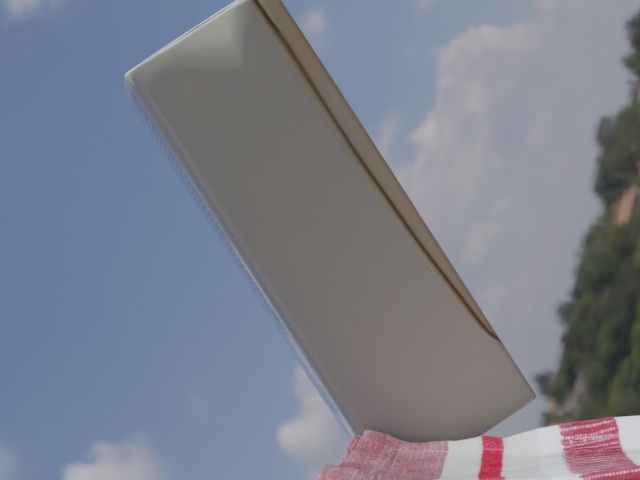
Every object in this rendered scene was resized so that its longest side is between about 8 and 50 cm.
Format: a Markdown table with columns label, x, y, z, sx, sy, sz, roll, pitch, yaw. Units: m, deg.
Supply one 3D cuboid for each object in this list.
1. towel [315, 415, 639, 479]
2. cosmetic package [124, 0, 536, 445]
| label | x | y | z | sx | sy | sz | roll | pitch | yaw |
| --- | --- | --- | --- | --- | --- | --- | --- | --- | --- |
| towel | 0.165 | 0.113 | 0.869 | 0.237 | 0.329 | 0.037 | 17 | -113 | -85 |
| cosmetic package | 0.000 | 0.000 | 1.075 | 0.113 | 0.309 | 0.160 | -34 | 3 | -5 |
